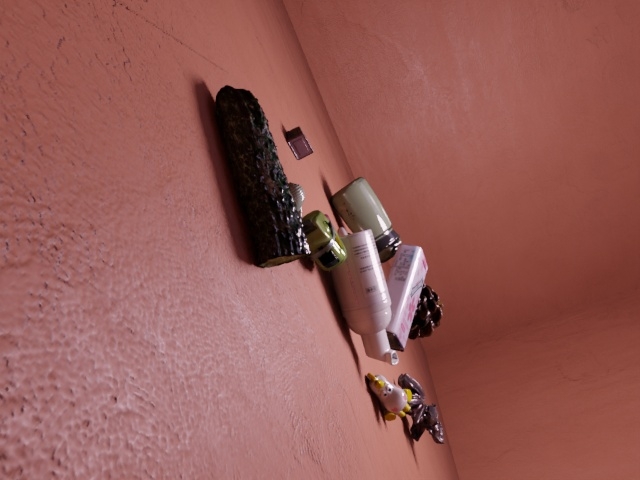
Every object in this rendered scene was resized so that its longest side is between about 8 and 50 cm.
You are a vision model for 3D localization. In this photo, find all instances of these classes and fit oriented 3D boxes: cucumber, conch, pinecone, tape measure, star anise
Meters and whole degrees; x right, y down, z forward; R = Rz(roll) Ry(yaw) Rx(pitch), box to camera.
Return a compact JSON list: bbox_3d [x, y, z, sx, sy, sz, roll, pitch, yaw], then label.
[{"bbox_3d":[-0.111,-0.130,0.781,0.096,0.096,0.359,29,42,-73],"label":"cucumber"},{"bbox_3d":[-0.067,-0.092,1.017,0.076,0.056,0.085,-130,-133,-73],"label":"conch"},{"bbox_3d":[0.371,0.286,1.899,0.296,0.298,0.242,48,67,-39],"label":"pinecone"},{"bbox_3d":[0.000,0.000,1.081,0.154,0.087,0.177,55,13,-11],"label":"tape measure"},{"bbox_3d":[0.344,0.601,1.587,0.212,0.129,0.283,65,2,-51],"label":"star anise"}]

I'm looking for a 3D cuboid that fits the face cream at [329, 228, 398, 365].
[{"bbox_3d":[0.118,0.163,1.212,0.145,0.145,0.370,-11,86,-78],"label":"face cream"}]

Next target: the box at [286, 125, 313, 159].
[{"bbox_3d":[-0.067,-0.309,1.384,0.085,0.060,0.063,55,14,-48],"label":"box"}]

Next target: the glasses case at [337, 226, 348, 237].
[{"bbox_3d":[0.094,0.027,1.588,0.063,0.041,0.164,52,20,-60],"label":"glasses case"}]

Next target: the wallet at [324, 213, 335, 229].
[{"bbox_3d":[0.034,0.013,1.377,0.232,0.025,0.119,-87,155,-62],"label":"wallet"}]

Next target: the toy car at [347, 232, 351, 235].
[{"bbox_3d":[0.147,0.053,1.752,0.186,0.058,0.093,58,9,5],"label":"toy car"}]

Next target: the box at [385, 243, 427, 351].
[{"bbox_3d":[0.298,0.215,1.654,0.370,0.112,0.190,-65,147,-25],"label":"box"}]

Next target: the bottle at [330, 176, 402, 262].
[{"bbox_3d":[0.192,-0.071,1.756,0.347,0.168,0.168,57,12,-4],"label":"bottle"}]

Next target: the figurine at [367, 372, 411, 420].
[{"bbox_3d":[0.188,0.434,1.250,0.129,0.109,0.178,45,-4,34],"label":"figurine"}]
